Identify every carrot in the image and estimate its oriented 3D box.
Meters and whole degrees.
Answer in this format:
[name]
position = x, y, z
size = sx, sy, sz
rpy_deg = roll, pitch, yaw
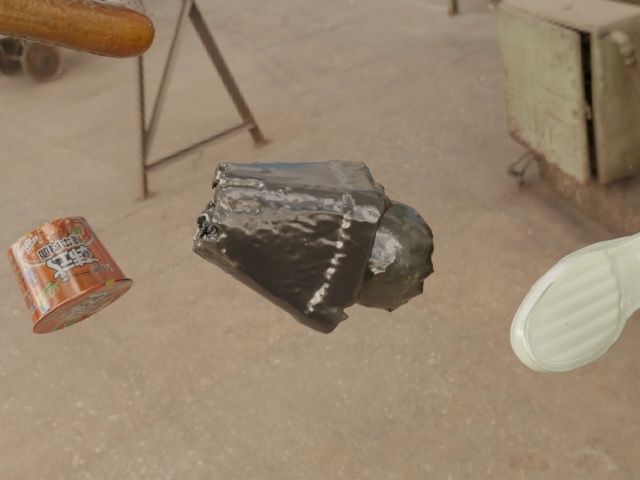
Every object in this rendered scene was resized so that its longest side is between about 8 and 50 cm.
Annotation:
[carrot]
position = -0.284, -0.249, 0.906
size = 0.067, 0.067, 0.225
rpy_deg = 17, 12, 42

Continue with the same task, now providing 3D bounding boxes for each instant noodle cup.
[instant noodle cup]
position = -0.590, 0.073, 1.856
size = 0.250, 0.192, 0.250
rpy_deg = -29, -9, -5

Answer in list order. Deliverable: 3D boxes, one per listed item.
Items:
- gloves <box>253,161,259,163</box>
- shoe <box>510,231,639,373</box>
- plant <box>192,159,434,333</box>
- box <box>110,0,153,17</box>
[gloves]
position = -0.082, -0.061, 1.067
size = 0.026, 0.086, 0.064
rpy_deg = -10, 11, 17
[shoe]
position = 0.350, 0.080, 1.110
size = 0.363, 0.132, 0.160
rpy_deg = -23, 1, -35
[plant]
position = 0.000, 0.000, 0.833
size = 0.256, 0.164, 0.142
rpy_deg = 12, 20, -19
[box]
position = -0.392, -0.473, 1.204
size = 0.200, 0.343, 0.065
rpy_deg = 29, 70, 19
